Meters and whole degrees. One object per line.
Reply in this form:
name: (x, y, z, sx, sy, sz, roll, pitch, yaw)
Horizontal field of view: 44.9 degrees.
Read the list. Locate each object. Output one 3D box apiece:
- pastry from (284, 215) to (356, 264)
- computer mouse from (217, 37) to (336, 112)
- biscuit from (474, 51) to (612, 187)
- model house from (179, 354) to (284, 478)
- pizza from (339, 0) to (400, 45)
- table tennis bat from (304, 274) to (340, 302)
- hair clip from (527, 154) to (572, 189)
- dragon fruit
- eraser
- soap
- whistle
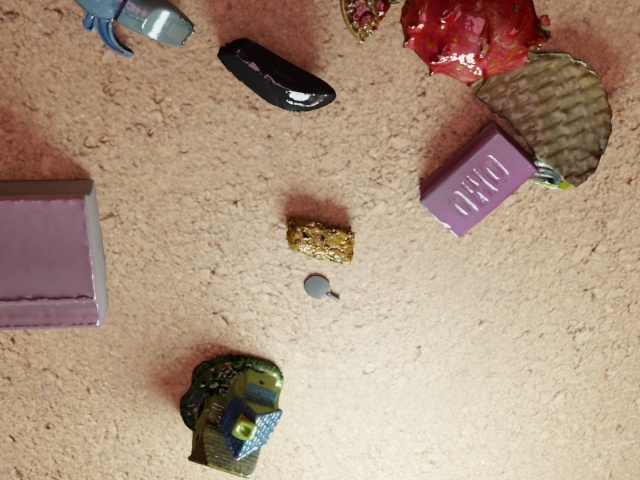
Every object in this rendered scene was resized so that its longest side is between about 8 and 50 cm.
pastry: (0.000, 0.000, 1.502, 0.140, 0.056, 0.080, 9, 102, -6)
computer mouse: (-0.079, -0.275, 1.340, 0.217, 0.122, 0.073, 27, 86, -15)
biscuit: (0.433, -0.243, 1.421, 0.273, 0.036, 0.187, 44, 98, -10)
model house: (-0.182, 0.363, 1.581, 0.195, 0.189, 0.214, 25, 111, -17)
pizza: (0.069, -0.404, 1.341, 0.099, 0.029, 0.100, 37, 106, -18)
table tennis bat: (0.005, 0.101, 1.575, 0.083, 0.007, 0.050, 32, 107, -16)
hair clip: (0.411, -0.134, 1.487, 0.188, 0.033, 0.060, 11, 116, 0)
dragon fruit: (0.263, -0.359, 1.291, 0.268, 0.210, 0.205, 10, 131, -15)
eraser: (-0.592, 0.030, 1.433, 0.359, 0.122, 0.272, -1, 114, -5)
soap: (0.293, -0.112, 1.453, 0.122, 0.065, 0.203, 39, 113, -15)
whistle: (-0.335, -0.407, 1.282, 0.269, 0.093, 0.180, 28, 116, -22)
